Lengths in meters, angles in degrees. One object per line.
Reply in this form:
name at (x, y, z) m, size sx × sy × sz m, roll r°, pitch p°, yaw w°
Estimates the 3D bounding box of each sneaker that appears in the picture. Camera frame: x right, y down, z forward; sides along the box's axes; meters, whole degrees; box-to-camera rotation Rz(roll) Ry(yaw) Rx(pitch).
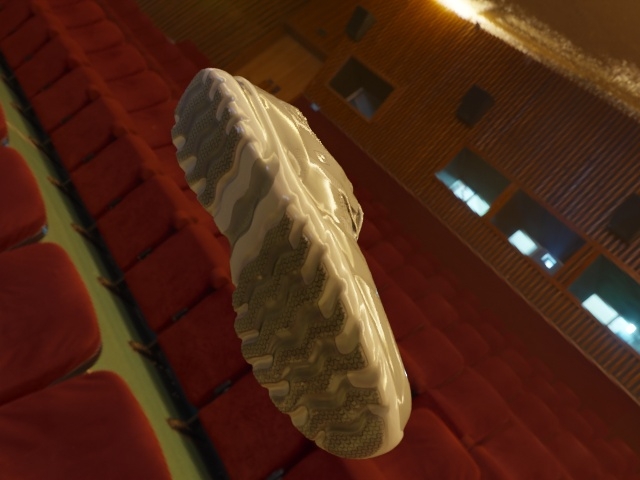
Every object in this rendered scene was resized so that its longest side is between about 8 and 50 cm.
sneaker at (0.000, 0.000, 0.406) m, size 0.115 × 0.105 × 0.281 m, roll -3°, pitch 63°, yaw -43°
